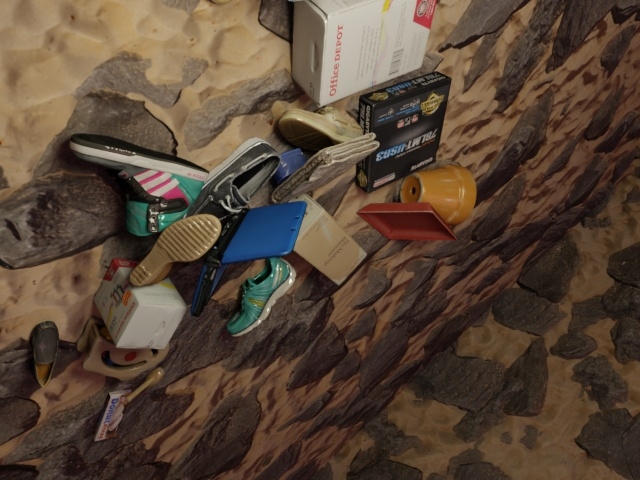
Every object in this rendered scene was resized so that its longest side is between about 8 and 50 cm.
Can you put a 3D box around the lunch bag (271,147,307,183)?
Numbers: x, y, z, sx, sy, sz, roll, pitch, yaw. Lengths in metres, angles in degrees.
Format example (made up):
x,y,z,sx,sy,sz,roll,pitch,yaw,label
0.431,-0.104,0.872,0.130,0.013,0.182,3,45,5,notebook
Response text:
x,y,z,sx,sy,sz,roll,pitch,yaw,label
-0.080,-0.194,1.250,0.098,0.065,0.067,-27,178,-27,lunch bag

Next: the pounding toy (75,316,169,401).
x,y,z,sx,sy,sz,roll,pitch,yaw,label
-0.469,0.297,1.248,0.154,0.155,0.269,-43,143,2,pounding toy

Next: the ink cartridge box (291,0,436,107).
x,y,z,sx,sy,sz,roll,pitch,yaw,label
0.096,-0.466,1.098,0.306,0.131,0.226,-26,150,-22,ink cartridge box

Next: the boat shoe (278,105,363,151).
x,y,z,sx,sy,sz,roll,pitch,yaw,label
0.010,-0.285,1.249,0.302,0.109,0.098,9,75,-48,boat shoe

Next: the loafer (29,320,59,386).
x,y,z,sx,sy,sz,roll,pitch,yaw,label
-0.633,0.262,1.137,0.062,0.061,0.170,-7,127,-39,loafer

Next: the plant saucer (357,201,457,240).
x,y,z,sx,sy,sz,roll,pitch,yaw,label
0.290,-0.065,1.619,0.258,0.259,0.048,33,64,-52,plant saucer

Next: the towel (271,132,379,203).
x,y,z,sx,sy,sz,roll,pitch,yaw,label
0.009,-0.175,1.242,0.187,0.049,0.282,-25,177,-35,towel

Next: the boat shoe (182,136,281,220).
x,y,z,sx,sy,sz,roll,pitch,yaw,label
-0.215,-0.112,1.171,0.301,0.102,0.108,-44,143,-5,boat shoe

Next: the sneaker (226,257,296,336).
x,y,z,sx,sy,sz,roll,pitch,yaw,label
-0.195,0.161,1.462,0.110,0.107,0.275,38,89,-33,sneaker

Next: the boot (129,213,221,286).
x,y,z,sx,sy,sz,roll,pitch,yaw,label
-0.303,0.007,1.114,0.248,0.090,0.207,-34,-175,12,boot

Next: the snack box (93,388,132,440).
x,y,z,sx,sy,sz,roll,pitch,yaw,label
-0.598,0.503,1.417,0.064,0.022,0.178,4,120,-44,snack box

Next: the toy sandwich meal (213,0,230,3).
x,y,z,sx,sy,sz,roll,pitch,yaw,label
-0.188,-0.490,0.924,0.085,0.029,0.085,-29,144,-24,toy sandwich meal

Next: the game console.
x,y,z,sx,sy,sz,roll,pitch,yaw,label
-0.164,0.036,1.174,0.173,0.293,0.250,20,117,-3,game console

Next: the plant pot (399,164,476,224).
x,y,z,sx,sy,sz,roll,pitch,yaw,label
0.377,-0.156,1.641,0.188,0.205,0.205,2,123,-27,plant pot

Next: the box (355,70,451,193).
x,y,z,sx,sy,sz,roll,pitch,yaw,label
0.240,-0.317,1.454,0.295,0.073,0.293,-25,136,-25,box

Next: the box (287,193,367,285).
x,y,z,sx,sy,sz,roll,pitch,yaw,label
0.000,0.000,1.461,0.148,0.121,0.311,-49,142,1,box

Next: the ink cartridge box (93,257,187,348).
x,y,z,sx,sy,sz,roll,pitch,yaw,label
-0.420,0.147,1.145,0.127,0.176,0.128,15,112,-49,ink cartridge box

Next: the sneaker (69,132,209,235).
x,y,z,sx,sy,sz,roll,pitch,yaw,label
-0.383,-0.102,1.013,0.295,0.124,0.178,12,105,-50,sneaker
